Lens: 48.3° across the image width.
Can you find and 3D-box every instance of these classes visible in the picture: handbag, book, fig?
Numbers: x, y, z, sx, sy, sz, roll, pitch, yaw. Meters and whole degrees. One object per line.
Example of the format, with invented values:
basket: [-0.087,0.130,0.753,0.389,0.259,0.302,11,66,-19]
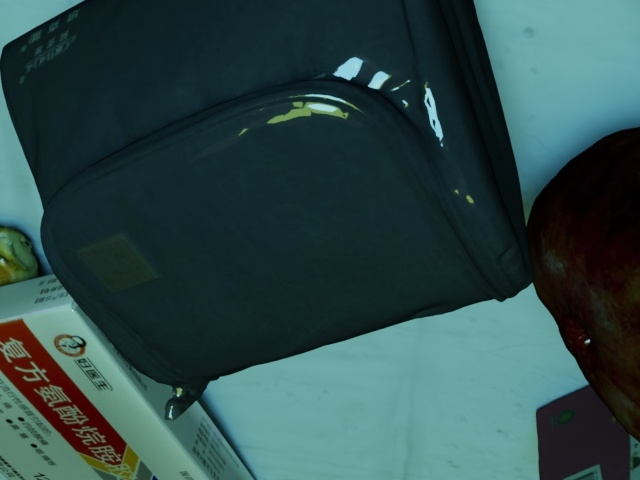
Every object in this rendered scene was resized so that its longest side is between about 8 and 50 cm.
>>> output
handbag: [-0.044,-0.043,0.435,0.301,0.178,0.275,-18,80,22]
book: [0.266,0.134,0.530,0.231,0.162,0.022,-34,103,26]
fig: [0.305,0.001,0.462,0.320,0.217,0.217,-22,117,-10]

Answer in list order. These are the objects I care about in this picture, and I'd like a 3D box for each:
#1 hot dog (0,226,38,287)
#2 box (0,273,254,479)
hot dog: [-0.399,0.017,0.657,0.288,0.068,0.083,0,143,7]
box: [-0.220,0.187,0.688,0.214,0.069,0.353,-13,127,18]
